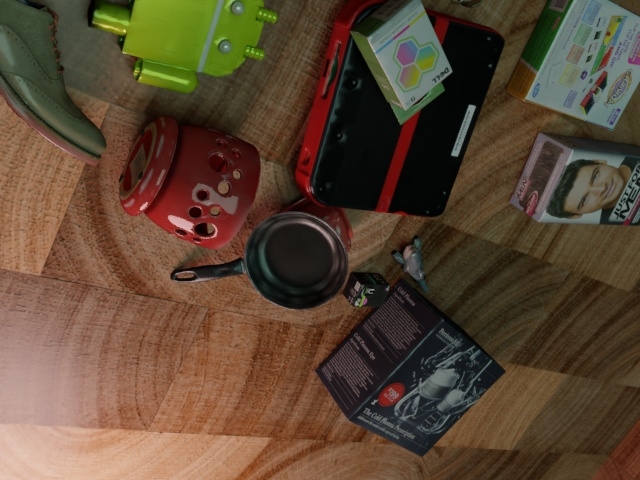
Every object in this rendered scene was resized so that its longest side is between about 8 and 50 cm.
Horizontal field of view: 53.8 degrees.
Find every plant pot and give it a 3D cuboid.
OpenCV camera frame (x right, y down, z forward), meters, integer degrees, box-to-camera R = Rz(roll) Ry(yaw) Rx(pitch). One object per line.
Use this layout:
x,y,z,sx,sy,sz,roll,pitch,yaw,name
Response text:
-0.214,-0.100,1.016,0.174,0.191,0.191,24,106,-32,plant pot

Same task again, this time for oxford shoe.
-0.395,-0.250,0.861,0.130,0.123,0.348,-41,132,-7,oxford shoe

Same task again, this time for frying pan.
-0.099,0.066,1.197,0.326,0.053,0.197,-28,104,17,frying pan

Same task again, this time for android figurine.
-0.197,-0.343,0.946,0.273,0.056,0.248,9,120,-32,android figurine

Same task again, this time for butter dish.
0.000,0.000,1.246,0.160,0.118,0.160,-30,130,-8,butter dish

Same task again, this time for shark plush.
0.215,0.069,1.446,0.073,0.067,0.161,-24,128,-15,shark plush

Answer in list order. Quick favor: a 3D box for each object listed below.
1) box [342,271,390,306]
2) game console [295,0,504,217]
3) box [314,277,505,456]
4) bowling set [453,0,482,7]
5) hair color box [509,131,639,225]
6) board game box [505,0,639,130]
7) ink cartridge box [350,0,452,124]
0.104,0.111,1.420,0.083,0.052,0.062,5,118,-33,box
0.146,-0.231,1.172,0.342,0.060,0.386,3,115,-30,game console
0.224,0.319,1.541,0.312,0.179,0.343,-49,131,5,box
0.268,-0.480,1.062,0.287,0.154,0.200,-47,130,5,bowling set
0.660,-0.142,1.531,0.375,0.113,0.185,1,119,-29,hair color box
0.575,-0.386,1.356,0.317,0.064,0.242,8,115,-33,board game box
0.149,-0.295,1.061,0.109,0.062,0.209,-40,128,-4,ink cartridge box
